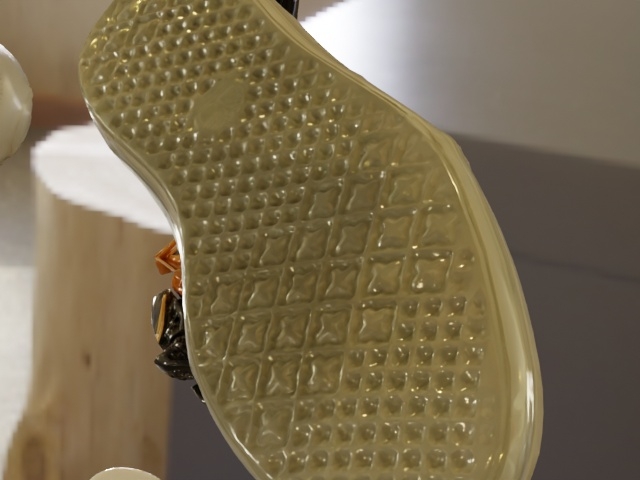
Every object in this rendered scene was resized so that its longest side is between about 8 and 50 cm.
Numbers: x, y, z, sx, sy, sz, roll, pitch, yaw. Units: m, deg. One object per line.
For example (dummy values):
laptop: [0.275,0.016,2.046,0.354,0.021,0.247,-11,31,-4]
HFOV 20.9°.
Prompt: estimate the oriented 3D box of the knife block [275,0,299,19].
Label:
knife block: [-0.048,-0.267,1.466,0.275,0.242,0.088,-21,7,46]

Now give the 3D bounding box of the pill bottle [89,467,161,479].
pill bottle: [-0.196,0.318,1.624,0.117,0.208,0.117,12,32,-8]

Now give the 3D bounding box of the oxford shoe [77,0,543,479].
oxford shoe: [0.000,0.000,0.893,0.169,0.130,0.449,-40,41,5]

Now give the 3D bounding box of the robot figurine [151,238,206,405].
robot figurine: [-0.013,0.042,1.250,0.211,0.085,0.291,-43,40,-10]

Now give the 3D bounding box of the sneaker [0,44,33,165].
sneaker: [-0.238,-0.077,0.731,0.232,0.090,0.115,14,-5,11]
